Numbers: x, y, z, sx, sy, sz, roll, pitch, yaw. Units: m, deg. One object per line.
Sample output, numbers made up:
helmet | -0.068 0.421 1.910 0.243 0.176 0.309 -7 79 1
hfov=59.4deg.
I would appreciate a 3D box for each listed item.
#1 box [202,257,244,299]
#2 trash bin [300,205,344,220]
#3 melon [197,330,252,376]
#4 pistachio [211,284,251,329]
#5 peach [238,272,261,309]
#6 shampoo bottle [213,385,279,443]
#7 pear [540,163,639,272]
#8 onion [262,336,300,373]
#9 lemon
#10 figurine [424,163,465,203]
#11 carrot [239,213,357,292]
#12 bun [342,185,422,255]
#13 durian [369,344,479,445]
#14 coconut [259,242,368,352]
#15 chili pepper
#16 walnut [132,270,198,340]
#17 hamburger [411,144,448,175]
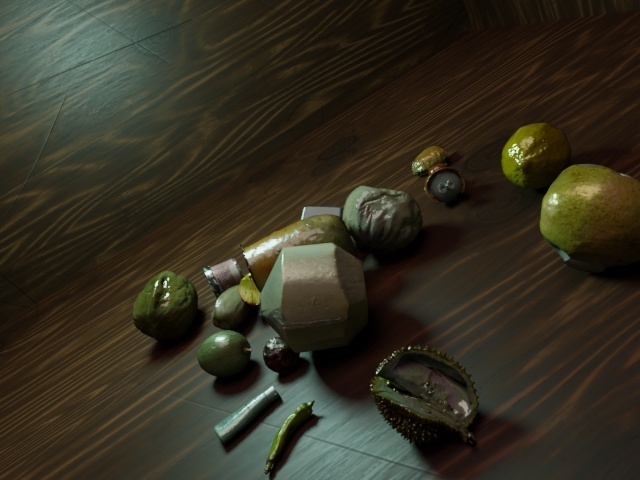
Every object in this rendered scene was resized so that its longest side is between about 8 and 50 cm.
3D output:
box | -0.368 0.147 2.184 0.135 0.151 0.151 -28 23 -14
trash bin | 0.000 0.000 1.984 0.176 0.101 0.236 1 66 18
melon | -0.288 0.346 1.712 0.192 0.139 0.139 -16 27 29
pistachio | -0.310 0.232 1.972 0.129 0.131 0.206 -11 24 20
peach | -0.210 0.171 1.941 0.151 0.151 0.118 -39 -13 -20
shampoo bottle | -0.195 0.460 1.501 0.190 0.041 0.069 -36 19 -15
pear | 0.661 -0.060 1.323 0.271 0.271 0.271 -24 25 12
onion | -0.113 0.329 1.614 0.107 0.097 0.107 -2 60 3
lemon | 0.674 -0.265 1.759 0.204 0.204 0.260 -5 20 43
figurine | 0.440 -0.197 2.000 0.143 0.143 0.271 -26 -9 9
carrot | -0.061 0.051 1.792 0.340 0.224 0.224 -21 24 2
bun | 0.194 -0.053 1.859 0.281 0.281 0.205 -9 57 39
durian | 0.225 0.339 1.180 0.193 0.138 0.237 -37 67 -14
coconut | -0.024 0.155 1.567 0.323 0.323 0.323 -24 25 12
chili pepper | -0.083 0.472 1.364 0.049 0.043 0.208 21 55 28
walnut | -0.578 0.242 2.119 0.227 0.283 0.283 4 30 3
hamburger | 0.456 -0.327 2.261 0.176 0.087 0.102 -34 23 -16
